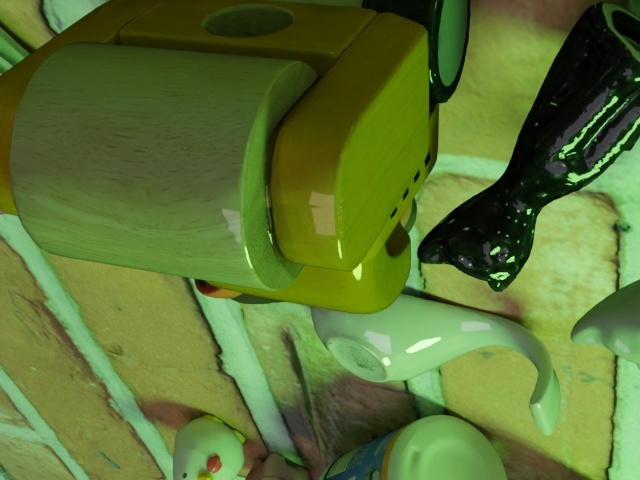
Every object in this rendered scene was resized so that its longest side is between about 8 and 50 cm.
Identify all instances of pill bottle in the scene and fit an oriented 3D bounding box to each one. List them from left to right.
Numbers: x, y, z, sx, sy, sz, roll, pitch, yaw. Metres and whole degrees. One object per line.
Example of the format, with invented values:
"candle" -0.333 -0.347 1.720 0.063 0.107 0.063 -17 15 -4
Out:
"pill bottle" 0.083 0.309 1.228 0.152 0.152 0.272 31 145 -13

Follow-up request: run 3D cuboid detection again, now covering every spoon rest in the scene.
"spoon rest" 0.108 0.102 1.008 0.276 0.084 0.137 16 147 35

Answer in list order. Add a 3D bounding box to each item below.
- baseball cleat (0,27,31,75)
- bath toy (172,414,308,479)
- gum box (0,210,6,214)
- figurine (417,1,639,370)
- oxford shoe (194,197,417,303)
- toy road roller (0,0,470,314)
"baseball cleat" -0.264 -0.127 0.911 0.206 0.072 0.109 48 153 -26
"bath toy" -0.050 0.362 1.407 0.348 0.129 0.151 31 146 -12
"gum box" -0.380 -0.077 1.037 0.188 0.062 0.107 -4 138 34
"figurine" 0.202 -0.014 0.692 0.215 0.092 0.209 29 122 -11
"oxford shoe" 0.000 0.000 0.918 0.098 0.097 0.271 20 157 -34
"toy road roller" -0.030 -0.037 0.654 0.202 0.329 0.241 9 122 20
